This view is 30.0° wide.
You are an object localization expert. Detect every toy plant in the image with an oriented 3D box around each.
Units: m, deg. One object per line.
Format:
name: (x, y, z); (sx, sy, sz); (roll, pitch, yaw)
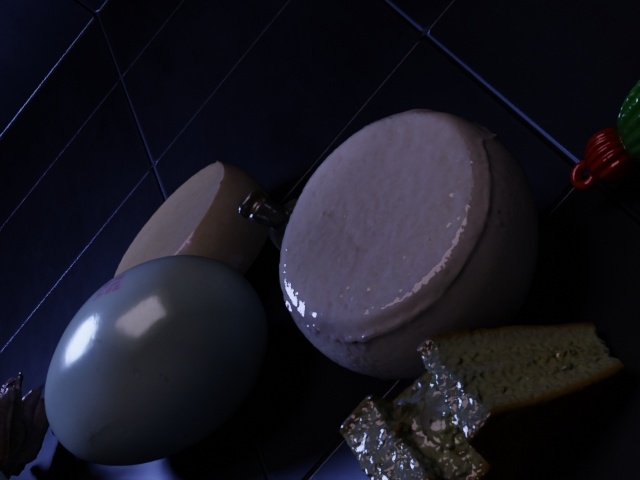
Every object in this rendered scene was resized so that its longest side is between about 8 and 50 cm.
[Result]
toy plant: (0.345, -0.118, 1.107); (0.240, 0.088, 0.154); (-56, 42, 12)

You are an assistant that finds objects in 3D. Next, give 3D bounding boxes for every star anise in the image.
star anise: (-0.513, 0.331, 1.797); (0.292, 0.109, 0.349); (-43, -8, -1)
star anise: (-0.543, 0.298, 2.025); (0.124, 0.056, 0.129); (-44, 25, 42)

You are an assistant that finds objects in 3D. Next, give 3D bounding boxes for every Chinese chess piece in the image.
Chinese chess piece: (-0.182, 0.011, 1.703); (0.273, 0.102, 0.273); (-41, 21, 20)

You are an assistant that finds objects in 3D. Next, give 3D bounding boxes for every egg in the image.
egg: (-0.216, 0.160, 1.505); (0.371, 0.230, 0.230); (-39, 32, 35)

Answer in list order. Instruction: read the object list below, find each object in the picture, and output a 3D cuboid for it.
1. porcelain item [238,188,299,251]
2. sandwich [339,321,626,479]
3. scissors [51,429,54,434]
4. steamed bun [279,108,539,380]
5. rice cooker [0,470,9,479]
porcelain item: (0.000, 0.000, 1.361); (0.081, 0.215, 0.069); (-48, 30, 15)
sandwich: (0.148, 0.152, 1.077); (0.236, 0.128, 0.122); (-48, 37, 14)
scissors: (-0.337, 0.195, 1.874); (0.144, 0.017, 0.248); (-12, 48, 51)
steamed bun: (0.102, 0.015, 1.225); (0.283, 0.177, 0.283); (-24, 49, 31)
rice cooker: (-0.443, 0.429, 1.560); (0.226, 0.244, 0.226); (-38, 5, 4)
